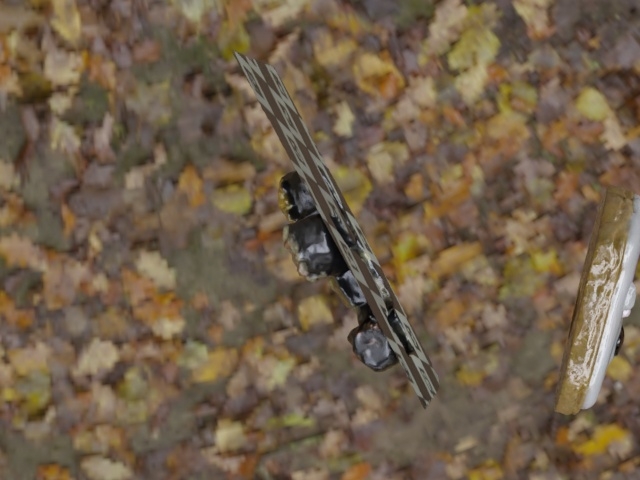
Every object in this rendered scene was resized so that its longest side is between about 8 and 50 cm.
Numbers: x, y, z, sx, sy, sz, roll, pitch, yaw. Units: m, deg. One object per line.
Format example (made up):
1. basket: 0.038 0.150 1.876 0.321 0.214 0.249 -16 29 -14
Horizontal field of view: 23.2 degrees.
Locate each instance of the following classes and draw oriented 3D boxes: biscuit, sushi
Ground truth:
1. biscuit: 0.249 0.055 1.372 0.049 0.181 0.208 12 100 9
2. sushi: 0.000 0.000 1.127 0.043 0.192 0.279 -29 89 8
